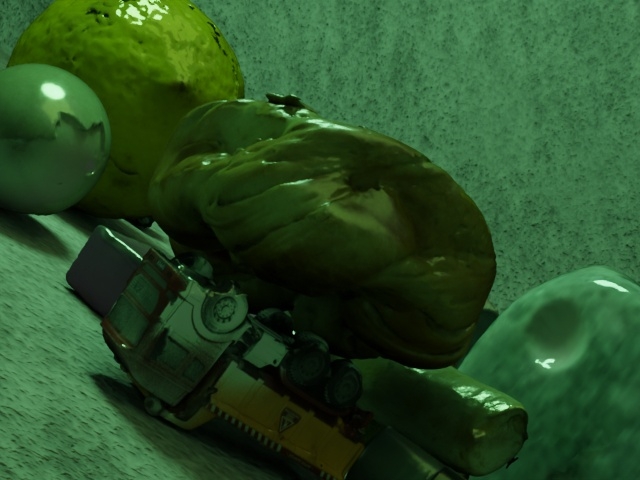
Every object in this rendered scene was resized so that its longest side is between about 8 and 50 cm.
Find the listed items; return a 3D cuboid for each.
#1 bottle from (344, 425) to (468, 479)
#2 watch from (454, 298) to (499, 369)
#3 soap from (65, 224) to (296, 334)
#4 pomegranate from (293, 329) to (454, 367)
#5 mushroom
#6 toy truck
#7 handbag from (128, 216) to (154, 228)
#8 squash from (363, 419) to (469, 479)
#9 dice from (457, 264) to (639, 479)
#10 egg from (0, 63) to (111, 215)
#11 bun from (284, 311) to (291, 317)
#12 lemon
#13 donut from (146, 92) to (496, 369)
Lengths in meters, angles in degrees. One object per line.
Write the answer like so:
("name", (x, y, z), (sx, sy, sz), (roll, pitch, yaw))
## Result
("bottle", (0.154, 0.290, 1.394), (0.286, 0.082, 0.082), (34, 3, 19))
("watch", (0.155, 0.127, 2.431), (0.241, 0.253, 0.162), (25, 9, 38))
("soap", (-0.136, 0.084, 1.592), (0.181, 0.081, 0.259), (35, 5, 30))
("pomegranate", (0.081, 0.136, 1.926), (0.221, 0.221, 0.256), (37, -14, 43))
("mushroom", (0.098, 0.165, 1.544), (0.312, 0.100, 0.081), (25, -29, 54))
("toy truck", (-0.072, 0.121, 1.319), (0.270, 0.135, 0.114), (37, -1, -33))
("handbag", (-0.283, -0.069, 2.396), (0.072, 0.115, 0.139), (33, -14, -2))
("squash", (0.080, 0.225, 1.633), (0.095, 0.095, 0.188), (32, -2, -32))
("dice", (0.348, 0.254, 1.663), (0.328, 0.348, 0.330), (30, 11, -46))
("egg", (-0.340, -0.120, 1.715), (0.183, 0.183, 0.217), (33, 2, -2))
("bun", (0.012, 0.058, 2.250), (0.362, 0.211, 0.362), (28, 12, -6))
("lemon", (-0.291, -0.200, 2.104), (0.350, 0.349, 0.387), (32, -15, -28))
("donut", (0.000, 0.000, 1.402), (0.360, 0.170, 0.360), (22, -18, 8))
